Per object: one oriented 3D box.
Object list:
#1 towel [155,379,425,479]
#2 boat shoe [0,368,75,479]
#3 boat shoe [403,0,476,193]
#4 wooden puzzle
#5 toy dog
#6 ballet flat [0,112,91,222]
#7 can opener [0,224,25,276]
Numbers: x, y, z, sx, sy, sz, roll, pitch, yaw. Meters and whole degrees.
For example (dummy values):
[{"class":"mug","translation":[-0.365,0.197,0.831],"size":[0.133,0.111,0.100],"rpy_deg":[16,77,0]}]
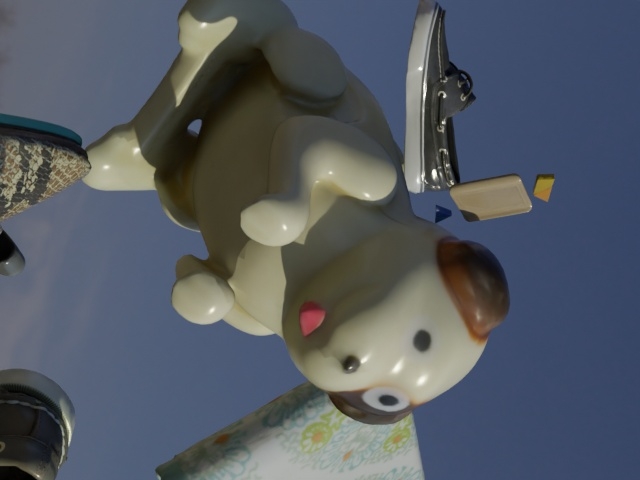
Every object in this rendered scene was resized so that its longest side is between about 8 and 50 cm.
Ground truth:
[{"class":"towel","translation":[-0.024,0.311,1.625],"size":[0.090,0.320,0.374],"rpy_deg":[49,-17,35]},{"class":"boat shoe","translation":[-0.305,0.199,0.883],"size":[0.305,0.109,0.091],"rpy_deg":[-32,-154,10]},{"class":"boat shoe","translation":[0.133,-0.154,1.409],"size":[0.080,0.076,0.229],"rpy_deg":[-69,162,-63]},{"class":"wooden puzzle","translation":[0.162,-0.042,1.201],"size":[0.078,0.116,0.014],"rpy_deg":[65,20,-63]},{"class":"toy dog","translation":[0.000,0.000,1.316],"size":[0.284,0.395,0.408],"rpy_deg":[-44,-118,19]},{"class":"ballet flat","translation":[-0.428,-0.053,0.977],"size":[0.164,0.482,0.182],"rpy_deg":[155,-52,-66]},{"class":"can opener","translation":[-0.412,-0.046,1.385],"size":[0.280,0.074,0.093],"rpy_deg":[45,-14,40]}]
